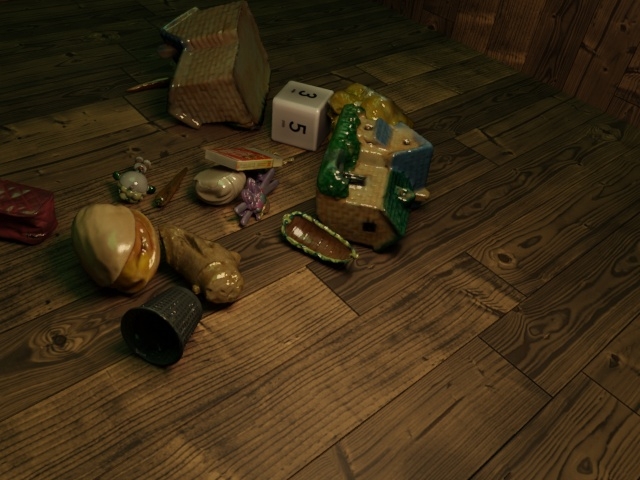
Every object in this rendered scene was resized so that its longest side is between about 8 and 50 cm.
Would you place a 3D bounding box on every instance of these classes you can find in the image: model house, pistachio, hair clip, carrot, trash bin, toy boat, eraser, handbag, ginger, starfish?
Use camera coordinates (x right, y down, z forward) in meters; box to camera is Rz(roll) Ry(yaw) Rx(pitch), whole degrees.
[{"bbox_3d":[0.190,-0.189,1.820,0.342,0.335,0.382,14,51,9],"label":"model house"},{"bbox_3d":[-0.584,0.013,1.567,0.229,0.230,0.309,-20,52,-28],"label":"pistachio"},{"bbox_3d":[-0.451,-0.673,2.275,0.399,0.395,0.446,-3,58,11],"label":"model house"},{"bbox_3d":[-0.213,-0.164,1.882,0.090,0.137,0.278,-9,34,18],"label":"hair clip"},{"bbox_3d":[-0.508,-0.191,1.923,0.049,0.049,0.254,12,37,4],"label":"carrot"},{"bbox_3d":[-0.386,0.205,1.418,0.175,0.176,0.161,19,31,13],"label":"trash bin"},{"bbox_3d":[0.005,0.006,1.729,0.292,0.099,0.109,29,75,25],"label":"toy boat"},{"bbox_3d":[-0.259,-0.283,1.915,0.157,0.038,0.230,23,22,32],"label":"eraser"},{"bbox_3d":[-0.915,-0.086,1.675,0.224,0.135,0.146,13,41,-1],"label":"handbag"},{"bbox_3d":[-0.354,0.056,1.603,0.353,0.126,0.190,30,51,21],"label":"ginger"},{"bbox_3d":[-0.749,-0.684,2.439,0.216,0.048,0.048,-21,49,-23],"label":"carrot"},{"bbox_3d":[-0.203,-0.307,2.089,0.209,0.053,0.150,1,46,-10],"label":"starfish"}]

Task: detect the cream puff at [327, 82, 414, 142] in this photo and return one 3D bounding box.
[{"bbox_3d":[0.168,-0.417,2.118,0.378,0.276,0.378,33,8,-5],"label":"cream puff"}]

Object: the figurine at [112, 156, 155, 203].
[{"bbox_3d":[-0.627,-0.204,1.885,0.147,0.094,0.197,22,30,-17],"label":"figurine"}]

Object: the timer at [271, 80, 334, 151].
[{"bbox_3d":[-0.071,-0.496,2.212,0.194,0.194,0.192,17,42,11],"label":"timer"}]

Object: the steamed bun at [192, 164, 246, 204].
[{"bbox_3d":[-0.334,-0.184,1.879,0.182,0.106,0.183,-9,28,5],"label":"steamed bun"}]
